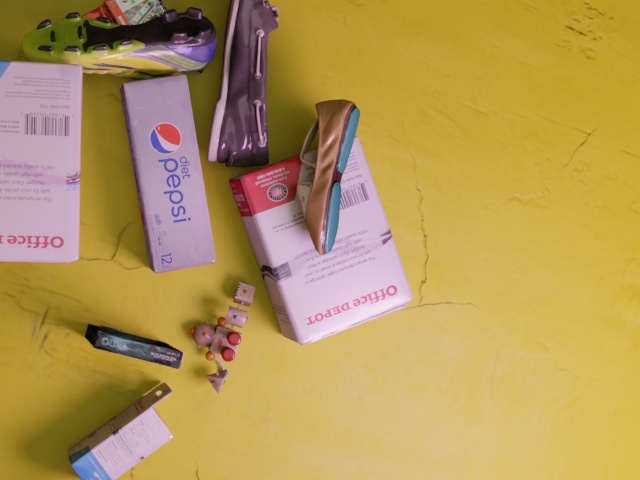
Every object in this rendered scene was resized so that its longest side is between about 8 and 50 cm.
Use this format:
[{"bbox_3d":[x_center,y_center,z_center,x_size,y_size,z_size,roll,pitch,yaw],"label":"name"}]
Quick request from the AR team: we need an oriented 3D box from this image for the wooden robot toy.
[{"bbox_3d":[-0.160,0.143,1.784,0.079,0.076,0.173,19,86,-4],"label":"wooden robot toy"}]

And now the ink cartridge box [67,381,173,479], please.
[{"bbox_3d":[-0.285,0.293,1.734,0.180,0.104,0.060,-35,100,-11],"label":"ink cartridge box"}]

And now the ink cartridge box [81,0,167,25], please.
[{"bbox_3d":[-0.295,-0.342,1.752,0.115,0.029,0.063,-32,100,-12],"label":"ink cartridge box"}]

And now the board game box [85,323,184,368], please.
[{"bbox_3d":[-0.274,0.152,1.690,0.126,0.186,0.026,16,86,-15],"label":"board game box"}]

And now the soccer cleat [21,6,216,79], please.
[{"bbox_3d":[-0.292,-0.272,1.707,0.289,0.121,0.093,-9,55,-21],"label":"soccer cleat"}]

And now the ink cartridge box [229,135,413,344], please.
[{"bbox_3d":[0.000,0.000,1.795,0.197,0.114,0.273,-20,95,-14],"label":"ink cartridge box"}]

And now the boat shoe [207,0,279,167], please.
[{"bbox_3d":[-0.102,-0.275,1.763,0.095,0.112,0.335,9,96,-8],"label":"boat shoe"}]

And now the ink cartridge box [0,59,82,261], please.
[{"bbox_3d":[-0.442,-0.107,1.633,0.198,0.197,0.270,1,91,-15],"label":"ink cartridge box"}]

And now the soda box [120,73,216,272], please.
[{"bbox_3d":[-0.230,-0.100,1.744,0.098,0.091,0.286,-10,94,-13],"label":"soda box"}]

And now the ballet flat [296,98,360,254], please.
[{"bbox_3d":[0.003,-0.095,1.710,0.073,0.080,0.232,10,83,14],"label":"ballet flat"}]
